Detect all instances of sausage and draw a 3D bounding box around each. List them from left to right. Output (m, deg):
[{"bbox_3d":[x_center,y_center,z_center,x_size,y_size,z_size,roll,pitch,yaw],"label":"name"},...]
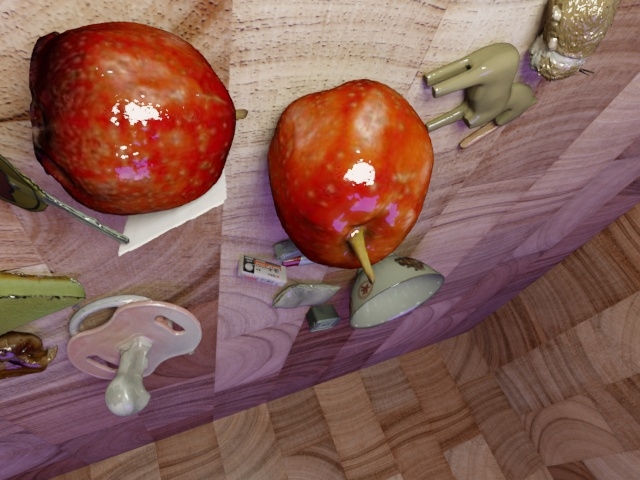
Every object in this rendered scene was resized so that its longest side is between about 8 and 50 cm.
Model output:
[{"bbox_3d":[0.368,-0.244,0.939,0.116,0.026,0.026,-33,151,18],"label":"sausage"}]

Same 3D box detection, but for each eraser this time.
[{"bbox_3d":[-0.144,0.076,1.033,0.122,0.052,0.029,17,136,-28],"label":"eraser"}]

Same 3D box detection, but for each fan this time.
[{"bbox_3d":[-0.372,-0.080,0.464,0.335,0.011,0.229,31,153,-13],"label":"fan"}]

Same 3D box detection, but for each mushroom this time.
[{"bbox_3d":[-0.681,0.248,0.925,0.135,0.080,0.170,-25,156,30],"label":"mushroom"}]

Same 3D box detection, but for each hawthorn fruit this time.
[{"bbox_3d":[-0.200,-0.139,0.493,0.250,0.215,0.215,-18,155,-40],"label":"hawthorn fruit"},{"bbox_3d":[0.049,-0.076,0.657,0.287,0.330,0.287,-5,146,-3],"label":"hawthorn fruit"}]

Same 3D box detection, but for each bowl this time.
[{"bbox_3d":[0.217,0.140,1.349,0.337,0.157,0.337,-19,152,-11],"label":"bowl"}]

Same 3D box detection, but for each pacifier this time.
[{"bbox_3d":[-0.448,0.267,1.000,0.332,0.273,0.220,-29,168,12],"label":"pacifier"}]

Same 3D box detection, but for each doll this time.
[{"bbox_3d":[0.419,-0.368,0.684,0.115,0.105,0.221,12,151,21],"label":"doll"}]

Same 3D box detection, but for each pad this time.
[{"bbox_3d":[-0.205,-0.076,0.586,0.156,0.232,0.004,-26,127,3],"label":"pad"}]

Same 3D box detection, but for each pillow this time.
[{"bbox_3d":[-0.043,0.179,1.329,0.229,0.051,0.128,7,142,-47],"label":"pillow"}]

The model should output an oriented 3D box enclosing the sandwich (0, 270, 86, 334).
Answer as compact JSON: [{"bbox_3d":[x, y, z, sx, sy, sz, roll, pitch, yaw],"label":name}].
[{"bbox_3d":[-0.621,0.133,0.796,0.245,0.063,0.212,10,140,-46],"label":"sandwich"}]

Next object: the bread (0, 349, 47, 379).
[{"bbox_3d":[-0.748,0.311,1.021,0.126,0.044,0.129,-40,151,31],"label":"bread"}]

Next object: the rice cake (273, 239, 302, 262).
[{"bbox_3d":[0.000,0.000,1.055,0.245,0.045,0.042,-18,154,-13],"label":"rice cake"}]

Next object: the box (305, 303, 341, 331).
[{"bbox_3d":[0.007,0.285,1.533,0.122,0.069,0.084,-1,143,-37],"label":"box"}]

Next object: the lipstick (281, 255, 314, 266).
[{"bbox_3d":[0.027,0.035,1.115,0.274,0.068,0.061,-9,178,-14],"label":"lipstick"}]

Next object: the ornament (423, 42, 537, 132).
[{"bbox_3d":[0.322,-0.279,0.804,0.245,0.061,0.230,-22,154,3],"label":"ornament"}]
